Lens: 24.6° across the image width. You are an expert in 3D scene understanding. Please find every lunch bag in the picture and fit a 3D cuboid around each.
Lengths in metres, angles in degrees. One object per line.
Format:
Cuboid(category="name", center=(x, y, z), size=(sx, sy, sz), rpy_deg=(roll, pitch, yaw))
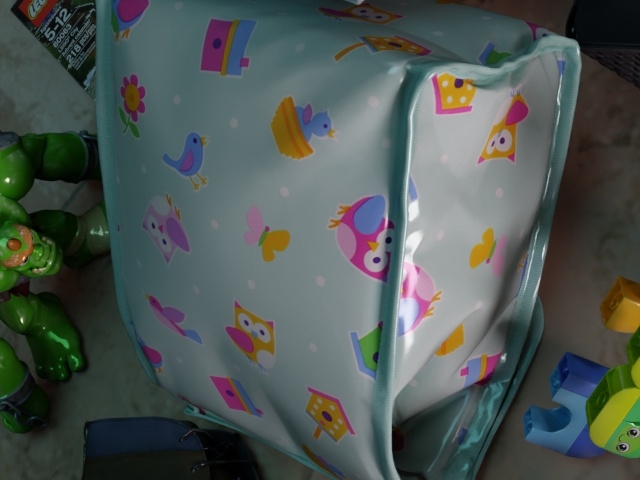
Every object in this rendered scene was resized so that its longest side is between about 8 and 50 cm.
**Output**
Cuboid(category="lunch bag", center=(0.000, 0.000, 0.778), size=(0.223, 0.160, 0.262), rpy_deg=(20, 118, 35))

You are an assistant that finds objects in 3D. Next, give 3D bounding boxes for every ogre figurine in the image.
Cuboid(category="ogre figurine", center=(-0.190, 0.014, 0.920), size=(0.097, 0.118, 0.197), rpy_deg=(31, 92, 36))

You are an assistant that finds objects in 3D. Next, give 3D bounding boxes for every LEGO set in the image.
Cuboid(category="LEGO set", center=(0.173, 0.069, 0.690), size=(0.087, 0.093, 0.227), rpy_deg=(-84, 19, -57))

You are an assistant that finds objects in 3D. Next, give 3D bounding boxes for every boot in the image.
Cuboid(category="boot", center=(-0.060, 0.139, 0.816), size=(0.219, 0.082, 0.106), rpy_deg=(-14, 69, 30))

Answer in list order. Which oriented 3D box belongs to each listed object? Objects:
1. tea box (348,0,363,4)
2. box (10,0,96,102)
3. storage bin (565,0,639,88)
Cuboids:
Cuboid(category="tea box", center=(0.018, -0.352, 0.710), size=(0.329, 0.323, 0.220), rpy_deg=(-41, 36, -16))
Cuboid(category="box", center=(-0.088, -0.196, 0.976), size=(0.233, 0.044, 0.159), rpy_deg=(-50, 55, 7))
Cuboid(category="storage bin", center=(0.213, -0.155, 0.717), size=(0.180, 0.084, 0.122), rpy_deg=(-65, 25, -3))
